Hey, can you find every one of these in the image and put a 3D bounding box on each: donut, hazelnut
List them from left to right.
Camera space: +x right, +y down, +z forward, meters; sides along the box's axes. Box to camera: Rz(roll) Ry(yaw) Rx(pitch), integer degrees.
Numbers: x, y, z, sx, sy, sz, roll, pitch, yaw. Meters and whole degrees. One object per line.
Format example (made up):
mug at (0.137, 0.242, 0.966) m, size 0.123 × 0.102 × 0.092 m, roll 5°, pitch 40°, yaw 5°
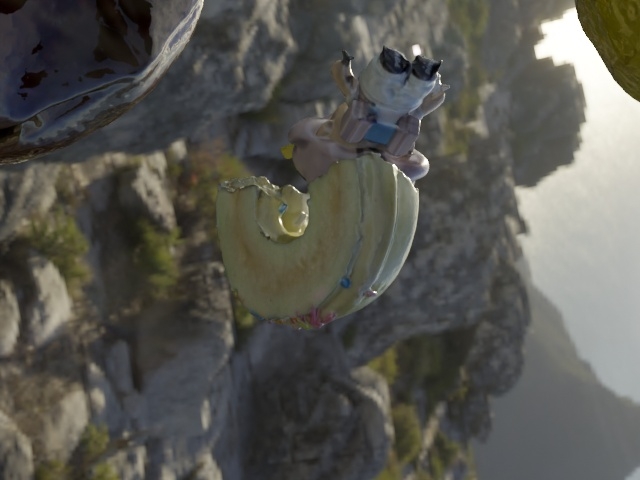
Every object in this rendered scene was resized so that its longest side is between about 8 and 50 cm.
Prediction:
hazelnut at (-0.361, -0.306, 1.438) m, size 0.429 × 0.402 × 0.402 m, roll -38°, pitch 122°, yaw -23°
donut at (-0.002, 0.004, 0.787) m, size 0.065 × 0.166 × 0.108 m, roll 2°, pitch 85°, yaw -42°

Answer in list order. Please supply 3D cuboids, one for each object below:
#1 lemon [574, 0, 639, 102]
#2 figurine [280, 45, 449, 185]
lemon at (0.338, -0.220, 0.946) m, size 0.268 × 0.268 × 0.321 m, roll -77°, pitch 177°, yaw -45°
figurine at (0.043, -0.092, 1.118) m, size 0.229 × 0.137 × 0.111 m, roll 122°, pitch -29°, yaw -52°
